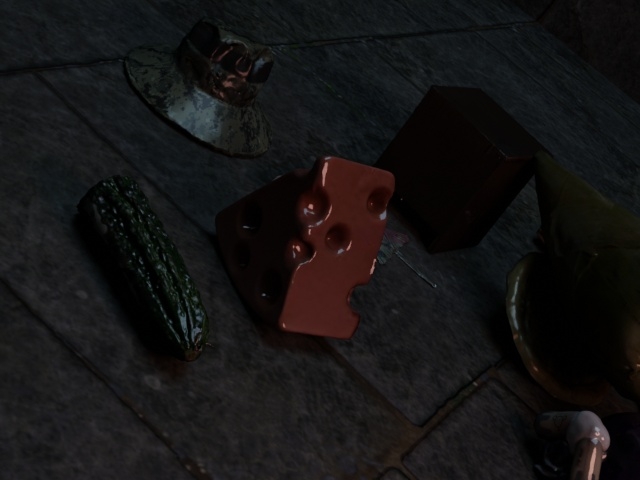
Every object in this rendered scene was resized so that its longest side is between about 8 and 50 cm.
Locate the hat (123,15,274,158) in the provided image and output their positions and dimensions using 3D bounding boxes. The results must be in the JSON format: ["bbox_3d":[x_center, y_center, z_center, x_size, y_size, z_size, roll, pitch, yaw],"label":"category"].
[{"bbox_3d":[-0.144,-0.248,1.654,0.265,0.128,0.265,31,23,-14],"label":"hat"}]

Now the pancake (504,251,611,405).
[{"bbox_3d":[0.342,0.125,1.640,0.212,0.029,0.235,-17,77,-43],"label":"pancake"}]

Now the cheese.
[{"bbox_3d":[-0.009,0.026,1.336,0.128,0.203,0.177,13,63,-43],"label":"cheese"}]

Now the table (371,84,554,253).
[{"bbox_3d":[0.211,-0.110,1.773,0.169,0.193,0.172,47,28,22],"label":"table"}]

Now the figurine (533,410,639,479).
[{"bbox_3d":[0.379,0.261,1.419,0.222,0.145,0.145,16,32,-29],"label":"figurine"}]

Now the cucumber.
[{"bbox_3d":[-0.181,0.027,1.212,0.077,0.077,0.265,3,43,-48],"label":"cucumber"}]

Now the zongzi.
[{"bbox_3d":[0.379,0.033,1.521,0.393,0.174,0.356,58,13,8],"label":"zongzi"}]

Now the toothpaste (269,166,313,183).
[{"bbox_3d":[-0.015,-0.079,1.627,0.067,0.043,0.194,39,20,13],"label":"toothpaste"}]

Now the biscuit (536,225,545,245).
[{"bbox_3d":[0.475,0.045,2.016,0.186,0.036,0.192,3,40,-52],"label":"biscuit"}]

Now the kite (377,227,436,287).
[{"bbox_3d":[0.110,0.015,1.657,0.152,0.005,0.137,39,26,5],"label":"kite"}]
